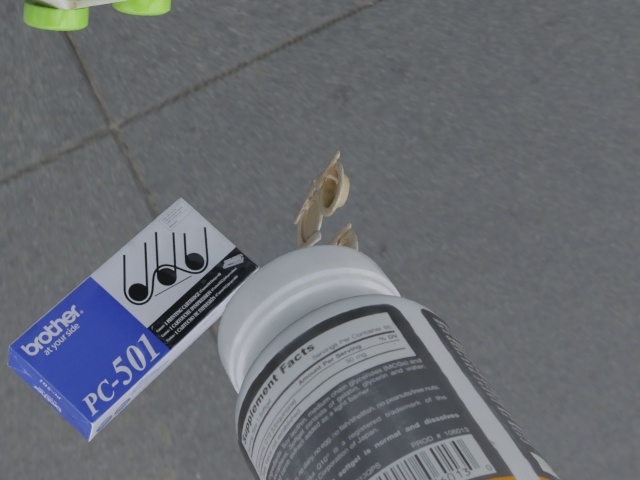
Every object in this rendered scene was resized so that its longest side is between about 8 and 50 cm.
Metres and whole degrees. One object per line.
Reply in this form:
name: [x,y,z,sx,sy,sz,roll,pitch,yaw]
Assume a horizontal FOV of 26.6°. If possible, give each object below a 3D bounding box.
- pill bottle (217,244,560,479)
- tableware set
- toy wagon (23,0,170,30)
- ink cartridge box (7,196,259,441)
pill bottle: [0.041,0.135,0.859,0.162,0.278,0.162,-14,130,-17]
tableware set: [0.000,0.000,1.335,0.020,0.141,0.168,11,56,-20]
toy wagon: [-0.161,-0.334,1.212,0.344,0.068,0.267,-25,126,-55]
ink cartridge box: [-0.157,0.063,1.154,0.097,0.046,0.207,42,61,9]
